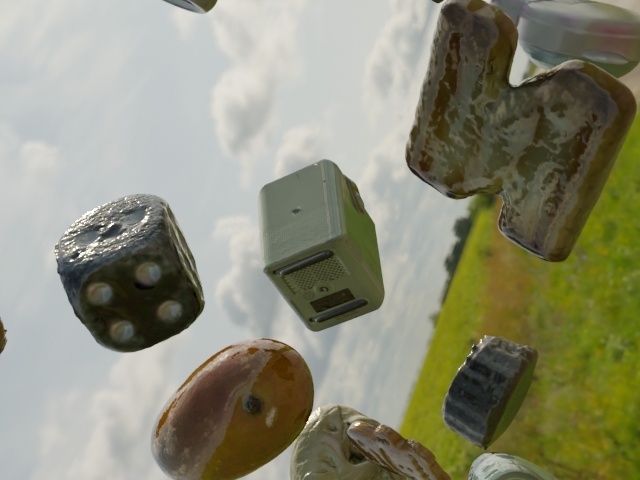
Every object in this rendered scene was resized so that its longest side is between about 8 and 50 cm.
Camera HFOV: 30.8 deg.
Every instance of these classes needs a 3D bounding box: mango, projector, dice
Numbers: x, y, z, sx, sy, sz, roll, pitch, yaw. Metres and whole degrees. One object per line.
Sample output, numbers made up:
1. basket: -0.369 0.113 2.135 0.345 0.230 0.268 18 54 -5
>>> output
1. mango: -0.115 0.214 1.383 0.254 0.139 0.175 -40 -2 35
2. projector: 0.000 0.000 1.897 0.177 0.163 0.242 56 -163 -39
3. dice: -0.291 0.050 1.799 0.181 0.183 0.182 -113 -1 -55

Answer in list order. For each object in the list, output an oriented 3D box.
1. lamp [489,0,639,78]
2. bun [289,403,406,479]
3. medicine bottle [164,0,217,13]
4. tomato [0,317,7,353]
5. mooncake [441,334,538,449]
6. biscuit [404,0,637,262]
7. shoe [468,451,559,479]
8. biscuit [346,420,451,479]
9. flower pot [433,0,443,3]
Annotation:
1. lamp: 0.332 -0.278 1.572 0.179 0.246 0.107 -10 -57 -47
2. bun: 0.053 0.387 1.932 0.210 0.237 0.116 -37 -3 -36
3. medicine bottle: -0.173 -0.440 1.630 0.135 0.135 0.215 31 -99 -84
4. tomato: -0.670 0.187 2.040 0.232 0.189 0.232 -54 -8 -11
5. mooncake: 0.336 0.294 2.312 0.228 0.124 0.228 -49 -26 -34
6. biscuit: 0.209 -0.117 1.273 0.062 0.237 0.290 -45 -21 -29
7. shoe: 0.331 0.400 1.501 0.131 0.363 0.160 -50 8 3
8. biscuit: 0.104 0.303 1.644 0.027 0.184 0.133 -52 -42 -21
9. flower pot: 0.104 -0.439 1.645 0.108 0.229 0.103 -55 27 31
